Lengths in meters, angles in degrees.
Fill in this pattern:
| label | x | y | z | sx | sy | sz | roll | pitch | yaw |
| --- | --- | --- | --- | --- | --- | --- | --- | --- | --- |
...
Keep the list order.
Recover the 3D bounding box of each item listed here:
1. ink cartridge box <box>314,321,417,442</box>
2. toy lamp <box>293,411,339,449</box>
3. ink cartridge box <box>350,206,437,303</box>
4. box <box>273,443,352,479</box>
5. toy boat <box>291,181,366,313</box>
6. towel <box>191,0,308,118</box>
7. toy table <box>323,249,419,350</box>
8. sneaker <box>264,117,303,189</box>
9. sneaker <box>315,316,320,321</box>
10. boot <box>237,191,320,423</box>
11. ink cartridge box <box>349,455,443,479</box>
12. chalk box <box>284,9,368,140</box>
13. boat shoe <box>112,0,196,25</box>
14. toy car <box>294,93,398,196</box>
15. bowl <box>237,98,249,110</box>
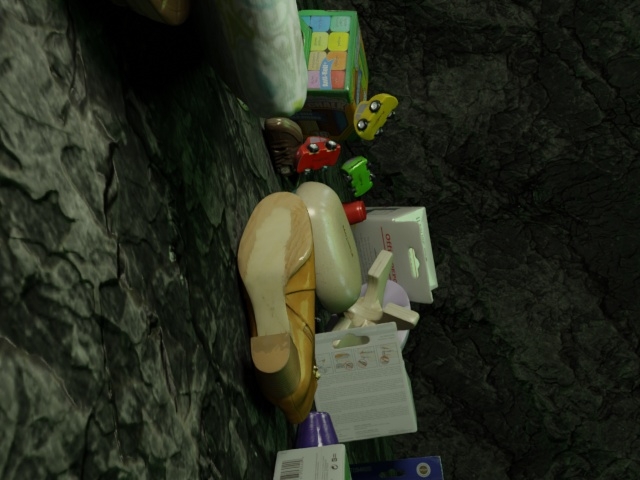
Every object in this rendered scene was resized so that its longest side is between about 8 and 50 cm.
| label | x | y | z | sx | sy | sz | roll | pitch | yaw |
| --- | --- | --- | --- | --- | --- | --- | --- | --- | --- |
| ink cartridge box | 0.078 | 0.274 | 1.325 | 0.066 | 0.189 | 0.232 | -56 | 136 | -79 |
| toy lamp | -0.001 | 0.402 | 1.033 | 0.080 | 0.080 | 0.275 | 65 | 19 | -62 |
| ink cartridge box | 0.156 | 0.029 | 1.642 | 0.119 | 0.353 | 0.207 | -21 | 106 | -38 |
| box | -0.008 | 0.350 | 0.934 | 0.101 | 0.101 | 0.087 | -84 | 165 | -66 |
| toy boat | 0.000 | 0.000 | 1.358 | 0.318 | 0.148 | 0.268 | -62 | 137 | -65 |
| towel | -0.106 | -0.327 | 0.726 | 0.374 | 0.090 | 0.321 | -125 | -161 | -61 |
| toy table | 0.091 | 0.165 | 1.437 | 0.161 | 0.252 | 0.274 | 74 | 30 | -52 |
| sneaker | -0.062 | -0.164 | 1.299 | 0.188 | 0.066 | 0.071 | 60 | 27 | -65 |
| sneaker | -0.032 | 0.143 | 1.129 | 0.038 | 0.069 | 0.098 | -71 | 150 | -73 |
| boot | -0.052 | 0.101 | 0.990 | 0.211 | 0.104 | 0.295 | 78 | 12 | -59 |
| ink cartridge box | 0.162 | 0.582 | 1.435 | 0.045 | 0.223 | 0.224 | 21 | 59 | -74 |
| chalk box | -0.009 | -0.338 | 1.355 | 0.289 | 0.179 | 0.180 | 58 | 37 | -72 |
| boat shoe | -0.189 | -0.272 | 0.512 | 0.285 | 0.089 | 0.105 | 62 | 46 | -60 |
| toy car | 0.056 | -0.170 | 1.351 | 0.053 | 0.239 | 0.225 | 49 | -11 | 32 |
| bowl | -0.102 | -0.306 | 1.124 | 0.170 | 0.080 | 0.170 | -10 | 90 | -81 |
